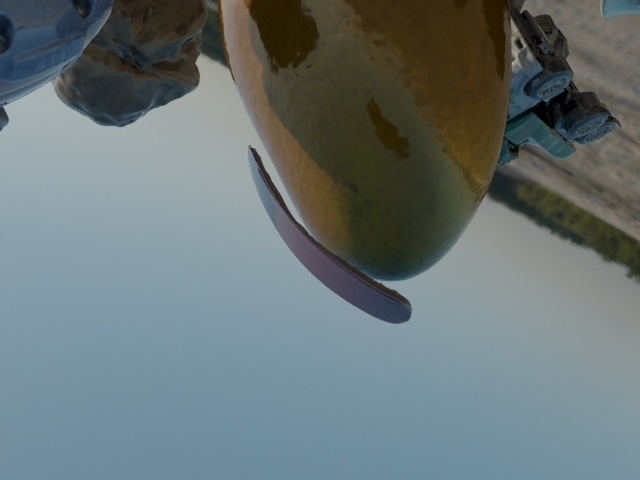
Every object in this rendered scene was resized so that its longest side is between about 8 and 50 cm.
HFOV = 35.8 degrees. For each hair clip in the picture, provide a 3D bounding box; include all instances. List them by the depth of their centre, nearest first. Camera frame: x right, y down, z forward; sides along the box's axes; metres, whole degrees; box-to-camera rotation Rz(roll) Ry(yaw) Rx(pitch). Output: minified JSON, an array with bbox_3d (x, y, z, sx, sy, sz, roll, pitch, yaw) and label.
[{"bbox_3d":[-0.001,0.001,0.578,0.137,0.022,0.054,46,165,8],"label":"hair clip"}]

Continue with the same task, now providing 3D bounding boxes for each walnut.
[{"bbox_3d":[-0.281,-0.292,1.419,0.226,0.273,0.273,1,-163,-17],"label":"walnut"}]

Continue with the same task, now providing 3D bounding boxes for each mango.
[{"bbox_3d":[0.038,-0.154,0.817,0.221,0.378,0.264,-6,173,-32],"label":"mango"}]

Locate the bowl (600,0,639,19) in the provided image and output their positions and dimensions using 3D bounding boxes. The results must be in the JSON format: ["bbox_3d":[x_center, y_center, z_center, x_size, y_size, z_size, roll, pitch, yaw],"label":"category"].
[{"bbox_3d":[0.642,-0.542,1.635,0.196,0.435,0.435,24,-174,18],"label":"bowl"}]

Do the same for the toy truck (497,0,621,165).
[{"bbox_3d":[0.259,-0.194,1.299,0.363,0.178,0.177,21,-140,-63],"label":"toy truck"}]

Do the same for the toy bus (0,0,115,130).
[{"bbox_3d":[-0.292,-0.226,0.738,0.294,0.197,0.232,53,148,2],"label":"toy bus"}]
